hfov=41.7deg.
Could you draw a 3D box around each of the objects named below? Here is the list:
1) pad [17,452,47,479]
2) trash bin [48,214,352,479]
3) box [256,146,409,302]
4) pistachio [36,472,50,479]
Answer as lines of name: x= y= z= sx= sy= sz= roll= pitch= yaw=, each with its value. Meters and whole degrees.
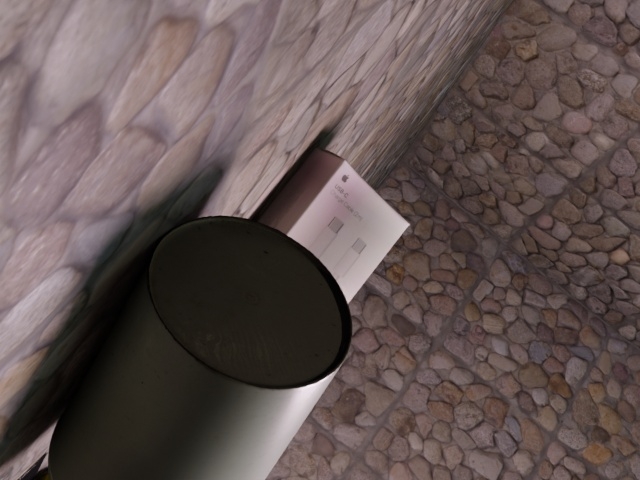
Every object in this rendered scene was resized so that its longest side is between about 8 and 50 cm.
pad: x=-0.497 y=0.424 z=1.214 sx=0.170 sy=0.006 sz=0.245 roll=-53 pitch=176 yaw=40
trash bin: x=-0.162 y=0.202 z=1.046 sx=0.432 sy=0.280 sz=0.280 roll=-58 pitch=173 yaw=37
box: x=0.000 y=0.000 z=1.449 sx=0.251 sy=0.203 sz=0.106 roll=-52 pitch=-143 yaw=-5
pistachio: x=-0.430 y=0.426 z=1.349 sx=0.189 sy=0.100 sz=0.110 roll=105 pitch=-11 yaw=-81
